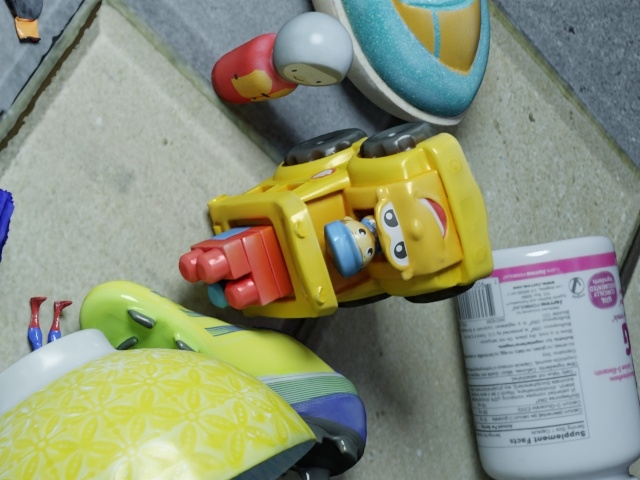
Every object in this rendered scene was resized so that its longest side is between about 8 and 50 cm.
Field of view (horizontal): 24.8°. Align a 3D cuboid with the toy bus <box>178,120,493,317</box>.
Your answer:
[{"bbox_3d":[0.000,0.000,1.206,0.211,0.220,0.149,-23,102,-35],"label":"toy bus"}]

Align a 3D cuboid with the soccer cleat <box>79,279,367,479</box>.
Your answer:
[{"bbox_3d":[-0.080,0.105,1.216,0.289,0.093,0.121,33,32,-27],"label":"soccer cleat"}]

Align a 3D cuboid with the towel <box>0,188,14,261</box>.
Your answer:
[{"bbox_3d":[-0.334,0.071,0.993,0.228,0.076,0.308,23,68,-36],"label":"towel"}]

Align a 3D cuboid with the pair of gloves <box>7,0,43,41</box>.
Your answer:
[{"bbox_3d":[-0.256,-0.195,1.150,0.083,0.010,0.074,-5,85,-42],"label":"pair of gloves"}]

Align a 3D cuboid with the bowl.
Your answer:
[{"bbox_3d":[-0.162,0.156,1.022,0.289,0.289,0.156,-25,76,-41],"label":"bowl"}]

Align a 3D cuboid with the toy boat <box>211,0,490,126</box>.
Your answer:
[{"bbox_3d":[0.048,-0.206,1.322,0.318,0.148,0.267,-36,106,-39],"label":"toy boat"}]

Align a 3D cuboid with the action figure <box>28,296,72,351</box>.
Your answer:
[{"bbox_3d":[-0.212,0.102,1.125,0.038,0.030,0.115,13,76,-44],"label":"action figure"}]

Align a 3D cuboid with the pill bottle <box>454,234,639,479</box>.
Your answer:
[{"bbox_3d":[0.224,0.144,1.404,0.160,0.160,0.283,-7,87,-41],"label":"pill bottle"}]
